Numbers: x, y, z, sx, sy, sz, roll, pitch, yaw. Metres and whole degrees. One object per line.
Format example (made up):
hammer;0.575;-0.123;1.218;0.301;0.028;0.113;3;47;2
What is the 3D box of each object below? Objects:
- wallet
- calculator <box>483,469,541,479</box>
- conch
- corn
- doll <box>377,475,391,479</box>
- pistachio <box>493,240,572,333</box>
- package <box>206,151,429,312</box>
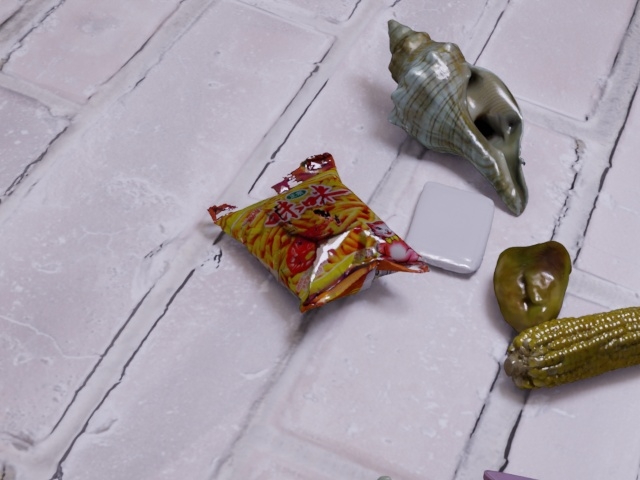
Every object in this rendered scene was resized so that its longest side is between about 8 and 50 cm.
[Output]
wallet;0.203;-0.019;2.031;0.124;0.032;0.183;17;44;4
calculator;0.331;0.357;1.590;0.294;0.043;0.194;13;12;13
conch;0.228;-0.213;2.166;0.203;0.169;0.386;-34;92;-13
corn;0.401;0.148;1.860;0.320;0.097;0.097;-9;47;-24
doll;0.064;0.361;1.532;0.275;0.113;0.155;-13;51;-27
pistachio;0.312;0.054;1.927;0.110;0.100;0.189;18;44;8
package;-0.006;0.002;1.909;0.223;0.108;0.288;-21;45;-25
